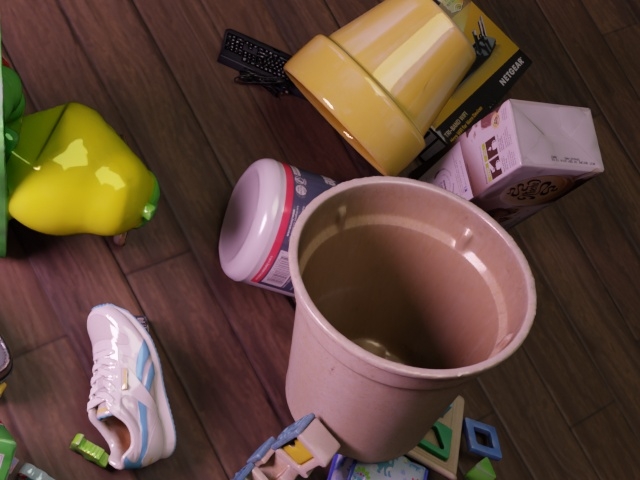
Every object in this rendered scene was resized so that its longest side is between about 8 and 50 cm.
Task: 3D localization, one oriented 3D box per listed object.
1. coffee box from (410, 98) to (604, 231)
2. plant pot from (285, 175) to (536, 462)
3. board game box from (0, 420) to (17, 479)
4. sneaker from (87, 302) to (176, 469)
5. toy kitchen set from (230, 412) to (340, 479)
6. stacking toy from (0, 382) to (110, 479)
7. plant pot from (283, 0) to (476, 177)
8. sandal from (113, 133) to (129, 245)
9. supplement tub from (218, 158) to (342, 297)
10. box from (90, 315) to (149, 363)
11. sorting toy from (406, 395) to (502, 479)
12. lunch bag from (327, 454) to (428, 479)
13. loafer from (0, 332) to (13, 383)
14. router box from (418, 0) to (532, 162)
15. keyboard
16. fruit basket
[{"bbox_3d":[0.298,-0.112,2.077,0.168,0.297,0.119,3,68,-29],"label":"coffee box"},{"bbox_3d":[0.086,0.135,1.743,0.333,0.305,0.334,9,48,-10],"label":"plant pot"},{"bbox_3d":[-0.420,0.306,1.405,0.064,0.316,0.242,18,85,-20],"label":"board game box"},{"bbox_3d":[-0.270,0.196,1.709,0.092,0.087,0.229,-14,82,-49],"label":"sneaker"},{"bbox_3d":[-0.101,0.327,1.712,0.122,0.166,0.207,44,53,-4],"label":"toy kitchen set"},{"bbox_3d":[-0.398,0.290,1.636,0.221,0.052,0.167,34,54,-11],"label":"stacking toy"},{"bbox_3d":[0.110,-0.267,2.024,0.239,0.254,0.254,-44,92,0],"label":"plant pot"},{"bbox_3d":[-0.304,-0.078,1.873,0.049,0.072,0.180,2,68,-5],"label":"sandal"},{"bbox_3d":[0.000,0.000,1.919,0.272,0.191,0.191,17,59,-21],"label":"supplement tub"},{"bbox_3d":[-0.284,0.140,1.795,0.083,0.018,0.067,0,66,-29],"label":"box"},{"bbox_3d":[0.144,0.252,1.922,0.347,0.047,0.196,30,34,-13],"label":"sorting toy"},{"bbox_3d":[0.074,0.378,1.829,0.128,0.096,0.151,29,46,-14],"label":"lunch bag"},{"bbox_3d":[-0.505,0.085,1.628,0.267,0.084,0.096,39,54,9],"label":"loafer"},{"bbox_3d":[0.209,-0.308,2.260,0.243,0.081,0.309,44,53,-3],"label":"router box"},{"bbox_3d":[-0.076,-0.290,2.119,0.192,0.038,0.100,21,58,-18],"label":"keyboard"},{"bbox_3d":[-0.396,-0.135,1.654,0.392,0.392,0.283,5,64,-27],"label":"fruit basket"}]
